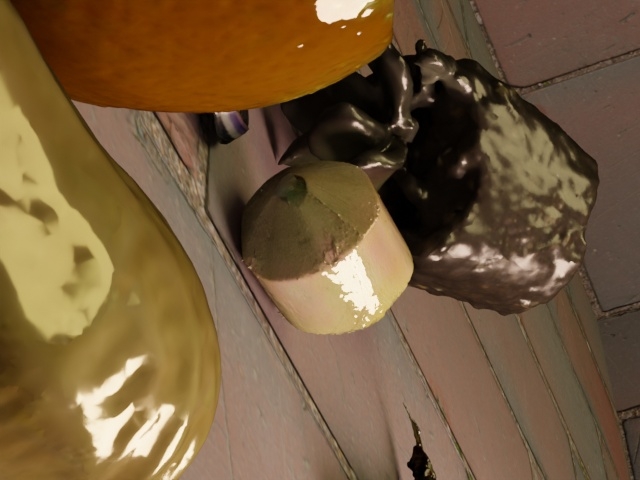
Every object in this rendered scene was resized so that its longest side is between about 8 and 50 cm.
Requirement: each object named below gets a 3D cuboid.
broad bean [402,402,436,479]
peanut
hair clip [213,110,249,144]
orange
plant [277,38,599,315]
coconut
[{"bbox_3d":[0.069,0.230,1.329,0.098,0.056,0.318,63,9,-10],"label":"broad bean"},{"bbox_3d":[-0.139,-0.010,0.604,0.147,0.147,0.319,-91,156,-52],"label":"peanut"},{"bbox_3d":[-0.081,-0.127,1.214,0.172,0.049,0.116,-57,142,-84],"label":"hair clip"},{"bbox_3d":[-0.110,-0.173,0.693,0.334,0.196,0.262,34,-14,9],"label":"orange"},{"bbox_3d":[0.093,-0.054,1.433,0.276,0.199,0.188,27,77,-25],"label":"plant"},{"bbox_3d":[0.000,0.000,1.224,0.116,0.116,0.122,-94,159,-47],"label":"coconut"}]
